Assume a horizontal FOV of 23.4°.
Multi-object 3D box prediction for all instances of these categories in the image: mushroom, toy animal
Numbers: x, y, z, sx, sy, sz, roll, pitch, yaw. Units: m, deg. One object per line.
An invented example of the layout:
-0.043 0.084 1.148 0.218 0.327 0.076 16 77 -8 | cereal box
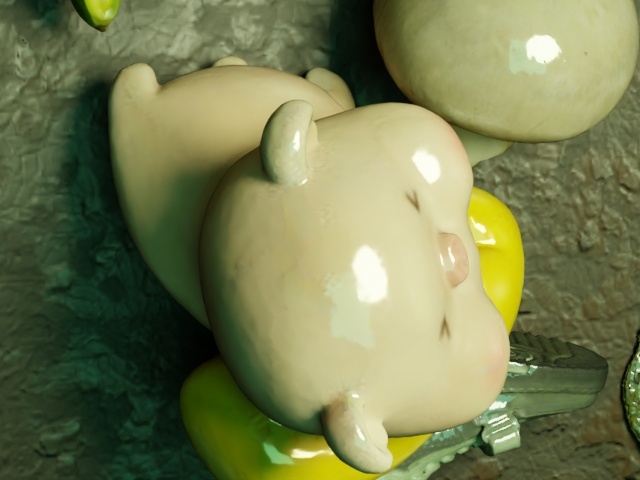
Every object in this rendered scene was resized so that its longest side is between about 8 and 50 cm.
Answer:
0.131 -0.138 1.150 0.204 0.204 0.204 -3 100 -17 | mushroom
0.019 -0.009 1.045 0.278 0.247 0.345 -15 73 -13 | toy animal

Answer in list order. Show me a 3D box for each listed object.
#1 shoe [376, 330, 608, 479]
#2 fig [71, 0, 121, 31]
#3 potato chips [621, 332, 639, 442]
0.078 0.150 1.208 0.293 0.109 0.149 2 97 -10 | shoe
-0.156 -0.276 1.037 0.206 0.206 0.275 -2 119 -17 | fig
0.367 0.120 1.332 0.220 0.029 0.202 -35 104 -7 | potato chips
